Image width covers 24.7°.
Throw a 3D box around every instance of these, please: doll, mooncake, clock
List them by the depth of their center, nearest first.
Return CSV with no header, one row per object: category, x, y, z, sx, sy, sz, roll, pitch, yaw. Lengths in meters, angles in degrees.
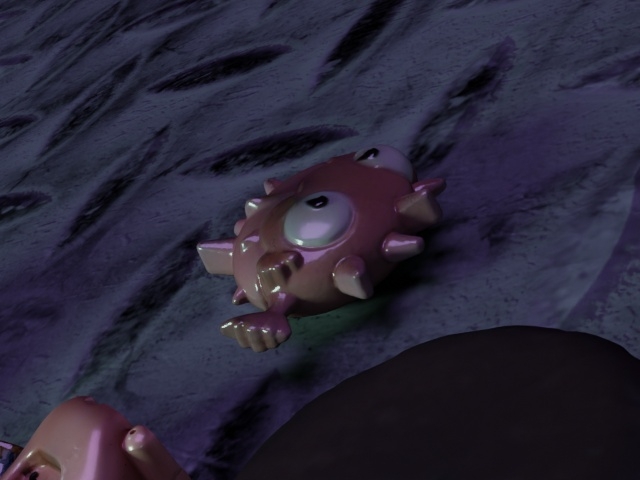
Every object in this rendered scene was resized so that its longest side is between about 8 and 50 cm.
mooncake,0.073,0.170,0.735,0.283,0.141,0.283,-23,23,10
clock,-0.194,0.196,1.064,0.162,0.093,0.166,-46,28,-21
doll,0.000,0.000,1.194,0.211,0.093,0.262,-2,35,38

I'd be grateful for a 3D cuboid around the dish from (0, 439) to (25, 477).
dish,-0.299,0.210,1.182,0.141,0.078,0.141,10,6,-1
